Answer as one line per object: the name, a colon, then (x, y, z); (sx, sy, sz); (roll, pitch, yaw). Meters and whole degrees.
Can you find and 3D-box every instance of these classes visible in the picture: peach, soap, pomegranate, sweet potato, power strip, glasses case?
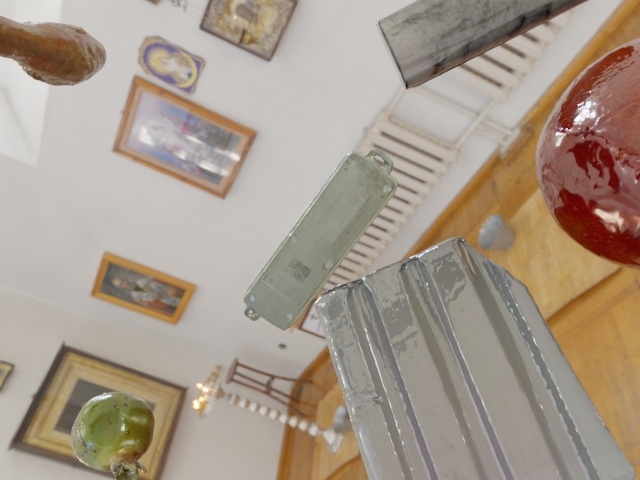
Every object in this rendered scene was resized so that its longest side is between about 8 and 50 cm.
peach: (0.410, -0.094, 0.644); (0.307, 0.308, 0.332); (-60, -8, 32)
soap: (0.223, 0.232, 0.910); (0.351, 0.213, 0.434); (-29, 64, 16)
pomegranate: (-0.489, 0.472, 1.370); (0.246, 0.198, 0.198); (10, 75, 43)
sweet potato: (-0.457, -0.312, 0.913); (0.109, 0.109, 0.385); (-65, -3, 14)
power strip: (0.000, 0.000, 0.713); (0.272, 0.078, 0.052); (-54, 1, 14)
glasses case: (0.236, -0.332, 0.798); (0.299, 0.114, 0.060); (-24, 2, 9)
